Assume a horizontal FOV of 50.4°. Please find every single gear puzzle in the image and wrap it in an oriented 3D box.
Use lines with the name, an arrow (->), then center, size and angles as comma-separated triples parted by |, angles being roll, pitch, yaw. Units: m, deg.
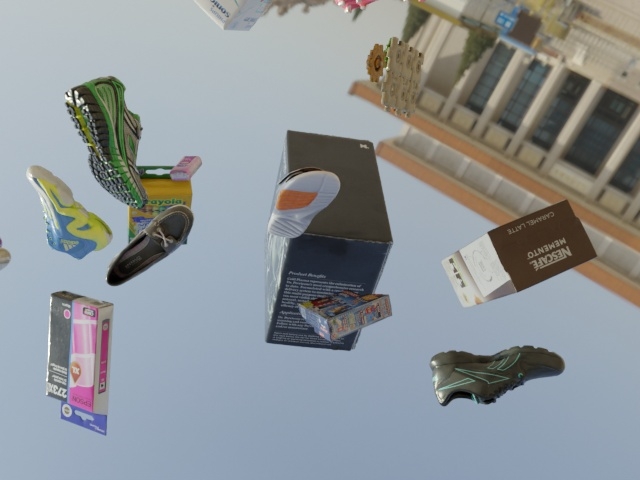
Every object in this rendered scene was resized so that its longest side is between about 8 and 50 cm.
gear puzzle -> 0.171, -0.398, 1.648 | 0.044, 0.176, 0.339 | 13, -171, 24

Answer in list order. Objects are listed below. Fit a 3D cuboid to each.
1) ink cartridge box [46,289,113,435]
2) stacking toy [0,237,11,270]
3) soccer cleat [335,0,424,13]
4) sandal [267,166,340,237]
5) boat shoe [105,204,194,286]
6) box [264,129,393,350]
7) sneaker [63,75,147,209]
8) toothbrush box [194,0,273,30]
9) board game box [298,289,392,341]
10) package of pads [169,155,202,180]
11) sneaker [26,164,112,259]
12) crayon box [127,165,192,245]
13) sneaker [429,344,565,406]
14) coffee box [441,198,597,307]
ink cartridge box -> -0.639, 0.330, 1.801 | 0.175, 0.371, 0.069 | 10, -168, 26
stacking toy -> -0.761, -0.074, 1.369 | 0.330, 0.141, 0.141 | 62, -152, 2
soccer cleat -> 0.142, -0.523, 1.353 | 0.248, 0.095, 0.083 | -6, 174, 20
sandal -> -0.047, -0.088, 1.334 | 0.102, 0.265, 0.076 | 10, -117, -19
boat shoe -> -0.493, 0.026, 1.964 | 0.112, 0.335, 0.095 | 46, -158, -18
box -> 0.000, 0.000, 2.087 | 0.297, 0.472, 0.480 | 7, -139, -11
sneaker -> -0.469, -0.224, 1.614 | 0.134, 0.344, 0.146 | 22, -133, 33
toothbrush box -> -0.161, -0.675, 1.698 | 0.126, 0.295, 0.216 | 45, -162, -4
board game box -> 0.070, 0.178, 1.709 | 0.194, 0.060, 0.194 | -14, -169, -20
package of pads -> -0.333, -0.179, 1.691 | 0.050, 0.032, 0.083 | 3, -145, 18
sneaker -> -0.585, -0.049, 1.513 | 0.240, 0.126, 0.091 | 49, 179, -22
crayon box -> -0.538, -0.109, 2.266 | 0.203, 0.323, 0.083 | -2, -128, -17
sneaker -> 0.356, 0.279, 1.374 | 0.101, 0.267, 0.106 | 58, -150, -51
coffee box -> 0.305, 0.029, 1.088 | 0.246, 0.141, 0.098 | 113, 134, -78
